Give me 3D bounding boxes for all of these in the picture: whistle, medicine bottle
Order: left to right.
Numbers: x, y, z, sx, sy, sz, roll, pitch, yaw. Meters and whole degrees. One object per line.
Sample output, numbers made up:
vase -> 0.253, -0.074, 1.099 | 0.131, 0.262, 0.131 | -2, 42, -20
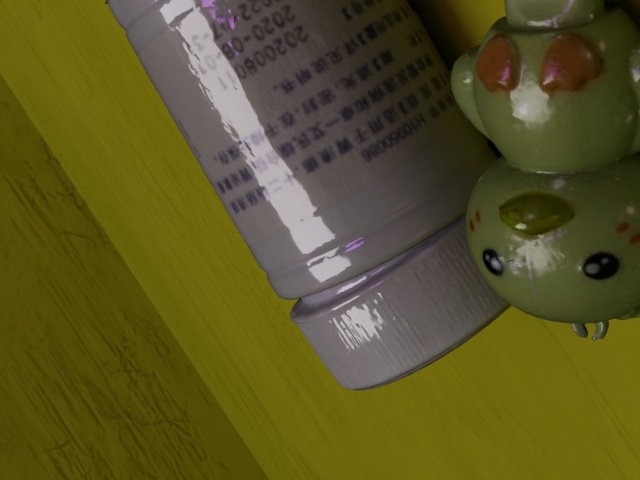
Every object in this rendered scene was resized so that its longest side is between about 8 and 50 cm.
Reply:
medicine bottle -> 0.010, -0.076, 0.885 | 0.332, 0.190, 0.190 | 60, 160, -7
whistle -> 0.133, -0.067, 0.697 | 0.141, 0.141, 0.294 | 29, 146, 52
